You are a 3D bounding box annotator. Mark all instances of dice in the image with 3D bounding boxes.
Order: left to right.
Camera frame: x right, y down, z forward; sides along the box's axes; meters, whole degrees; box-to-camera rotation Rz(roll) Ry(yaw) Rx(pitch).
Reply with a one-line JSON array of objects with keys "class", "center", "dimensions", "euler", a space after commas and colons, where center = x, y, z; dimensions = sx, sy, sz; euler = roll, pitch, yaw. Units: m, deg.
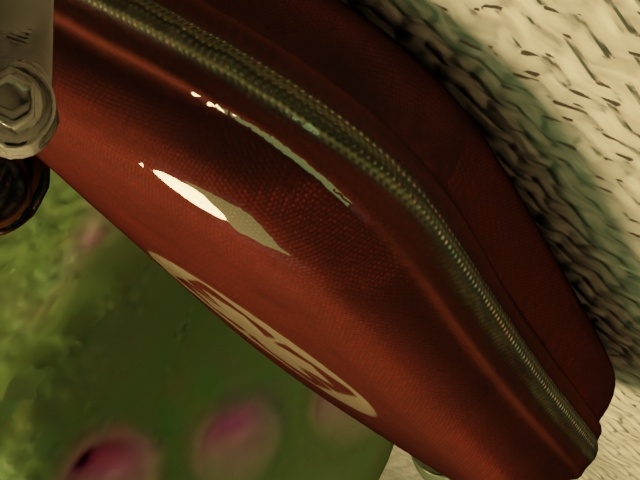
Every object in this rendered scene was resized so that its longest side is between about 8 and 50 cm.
[{"class": "dice", "center": [-0.157, 0.100, 1.114], "dimensions": [0.318, 0.330, 0.322], "euler": [23, 162, 49]}]

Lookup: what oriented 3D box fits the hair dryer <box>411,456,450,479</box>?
[{"class": "hair dryer", "center": [0.082, 0.141, 1.325], "dimensions": [0.237, 0.075, 0.206], "euler": [39, 180, 30]}]

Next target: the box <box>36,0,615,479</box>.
[{"class": "box", "center": [0.000, 0.000, 0.738], "dimensions": [0.263, 0.108, 0.404], "euler": [30, 169, 34]}]

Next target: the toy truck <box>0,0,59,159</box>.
[{"class": "toy truck", "center": [-0.163, -0.126, 0.483], "dimensions": [0.177, 0.213, 0.161], "euler": [-1, 179, -13]}]

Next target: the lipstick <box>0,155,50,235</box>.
[{"class": "lipstick", "center": [-0.208, -0.086, 0.896], "dimensions": [0.077, 0.077, 0.418], "euler": [40, -177, -24]}]
